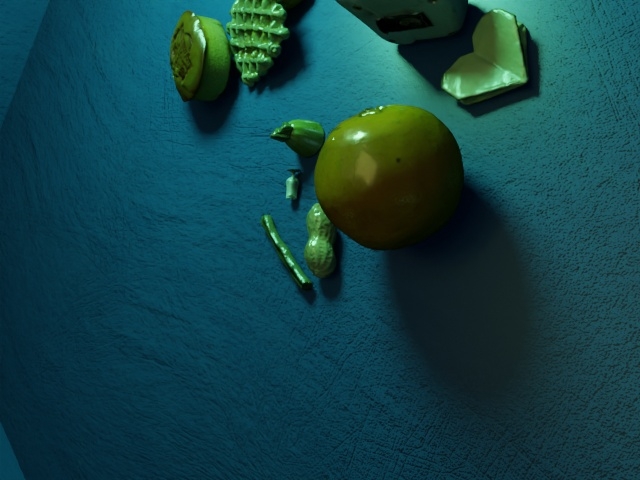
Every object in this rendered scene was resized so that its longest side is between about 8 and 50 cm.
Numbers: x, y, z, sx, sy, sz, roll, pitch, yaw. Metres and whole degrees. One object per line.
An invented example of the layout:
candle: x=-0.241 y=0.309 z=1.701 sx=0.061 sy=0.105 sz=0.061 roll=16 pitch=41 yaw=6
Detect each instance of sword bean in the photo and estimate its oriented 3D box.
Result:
sword bean: x=-0.096 y=0.029 z=1.461 sx=0.043 sy=0.038 sz=0.269 roll=-52 pitch=53 yaw=25

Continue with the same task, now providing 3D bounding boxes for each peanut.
peanut: x=0.000 y=0.000 z=1.360 sx=0.082 sy=0.082 sz=0.187 roll=-2 pitch=80 yaw=38

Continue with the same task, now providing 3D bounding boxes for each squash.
squash: x=-0.070 y=-0.283 z=1.443 sx=0.105 sy=0.132 sz=0.105 roll=-8 pitch=77 yaw=39

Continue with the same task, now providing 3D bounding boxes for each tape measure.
tape measure: x=0.180 y=-0.538 z=1.213 sx=0.265 sy=0.258 sz=0.130 roll=11 pitch=85 yaw=40

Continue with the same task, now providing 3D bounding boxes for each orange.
orange: x=0.139 y=-0.129 z=1.134 sx=0.312 sy=0.312 sz=0.312 roll=-9 pitch=75 yaw=37

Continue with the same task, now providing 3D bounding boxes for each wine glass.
wine glass: x=-0.073 y=-0.151 z=1.482 sx=0.039 sy=0.042 sz=0.083 roll=160 pitch=114 yaw=-75

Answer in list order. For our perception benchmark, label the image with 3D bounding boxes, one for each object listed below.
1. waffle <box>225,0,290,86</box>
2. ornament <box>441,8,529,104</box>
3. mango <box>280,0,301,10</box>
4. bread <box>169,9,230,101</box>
waffle: x=-0.194 y=-0.624 z=1.601 sx=0.309 sy=0.056 sz=0.291 roll=-37 pitch=67 yaw=53
ornament: x=0.368 y=-0.371 z=1.163 sx=0.180 sy=0.059 sz=0.201 roll=47 pitch=113 yaw=34
mango: x=-0.102 y=-0.721 z=1.594 sx=0.165 sy=0.089 sz=0.115 roll=28 pitch=89 yaw=36
bread: x=-0.382 y=-0.567 z=1.710 sx=0.270 sy=0.148 sz=0.269 roll=11 pitch=104 yaw=55
